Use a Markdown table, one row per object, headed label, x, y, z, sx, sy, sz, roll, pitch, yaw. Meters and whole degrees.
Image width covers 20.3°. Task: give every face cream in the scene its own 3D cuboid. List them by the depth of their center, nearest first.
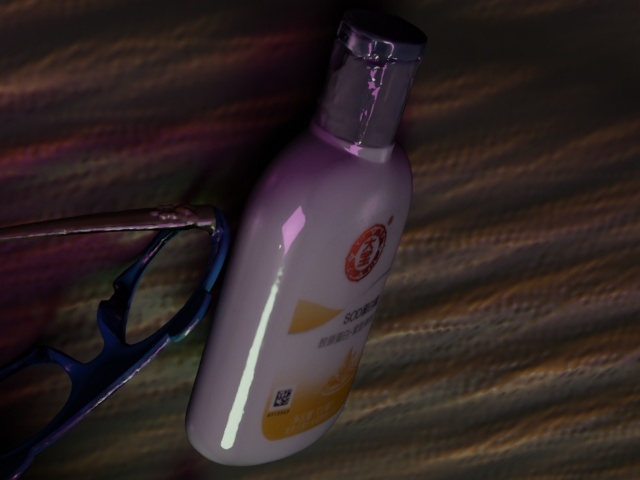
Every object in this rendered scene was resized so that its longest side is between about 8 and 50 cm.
| label | x | y | z | sx | sy | sz | roll | pitch | yaw |
| --- | --- | --- | --- | --- | --- | --- | --- | --- | --- |
| face cream | 0.000 | 0.000 | 1.103 | 0.144 | 0.071 | 0.291 | -15 | 129 | -53 |

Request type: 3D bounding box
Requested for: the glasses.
| label | x | y | z | sx | sy | sz | roll | pitch | yaw |
| --- | --- | --- | --- | --- | --- | --- | --- | --- | --- |
| glasses | -0.185 | 0.016 | 1.103 | 0.239 | 0.102 | 0.207 | -37 | 91 | 10 |
